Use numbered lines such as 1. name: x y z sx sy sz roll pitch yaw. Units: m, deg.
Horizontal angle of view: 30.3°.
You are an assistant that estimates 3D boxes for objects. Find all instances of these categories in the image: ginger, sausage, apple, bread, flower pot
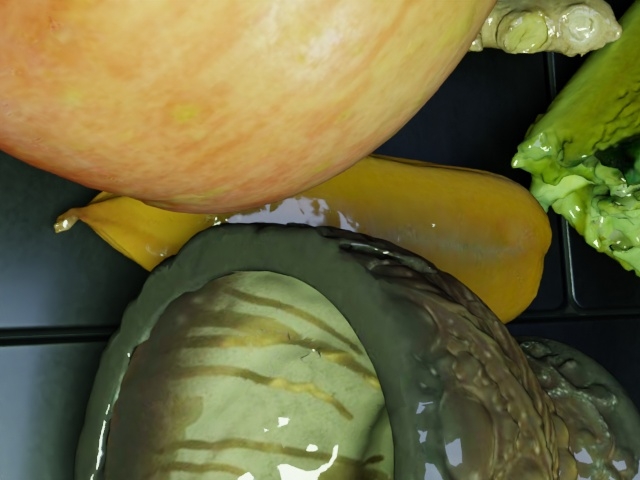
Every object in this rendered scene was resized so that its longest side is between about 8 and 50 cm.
1. ginger: 0.130 -0.151 0.847 0.174 0.069 0.051 -14 129 -12
2. sausage: -0.001 -0.006 0.750 0.328 0.112 0.112 7 79 -27
3. apple: -0.065 -0.200 0.580 0.364 0.364 0.363 5 80 -29
4. bread: 0.339 -0.116 0.879 0.376 0.251 0.208 -50 129 -24
5. flower pot: 0.042 0.136 0.661 0.267 0.267 0.266 15 75 -46
